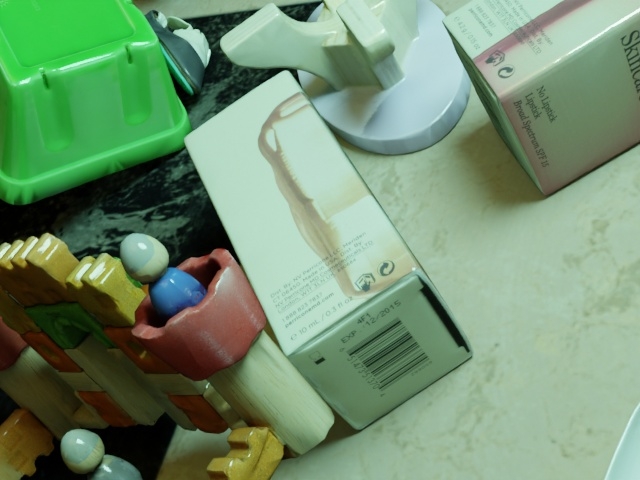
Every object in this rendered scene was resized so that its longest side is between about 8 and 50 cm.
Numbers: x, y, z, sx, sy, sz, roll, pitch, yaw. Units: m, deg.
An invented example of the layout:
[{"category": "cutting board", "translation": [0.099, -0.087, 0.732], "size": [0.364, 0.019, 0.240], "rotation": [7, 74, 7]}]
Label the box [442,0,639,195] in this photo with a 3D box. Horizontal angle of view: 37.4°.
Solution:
[{"category": "box", "translation": [0.251, -0.174, 0.830], "size": [0.232, 0.148, 0.127], "rotation": [-31, 47, 9]}]

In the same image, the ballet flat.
[{"category": "ballet flat", "translation": [-0.185, -0.250, 1.208], "size": [0.074, 0.074, 0.203], "rotation": [-44, 43, -4]}]

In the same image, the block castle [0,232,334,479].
[{"category": "block castle", "translation": [-0.238, 0.156, 0.734], "size": [0.453, 0.213, 0.303], "rotation": [-10, 35, 48]}]

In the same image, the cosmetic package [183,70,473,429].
[{"category": "cosmetic package", "translation": [0.000, 0.000, 0.856], "size": [0.129, 0.153, 0.296], "rotation": [-34, 48, 4]}]

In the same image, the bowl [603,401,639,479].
[{"category": "bowl", "translation": [0.263, 0.184, 0.626], "size": [0.142, 0.053, 0.142], "rotation": [11, 64, 37]}]

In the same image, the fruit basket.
[{"category": "fruit basket", "translation": [-0.358, -0.202, 1.170], "size": [0.283, 0.392, 0.392], "rotation": [-23, 42, -23]}]

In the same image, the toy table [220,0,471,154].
[{"category": "toy table", "translation": [0.034, -0.227, 0.995], "size": [0.252, 0.161, 0.274], "rotation": [-43, 47, -3]}]
